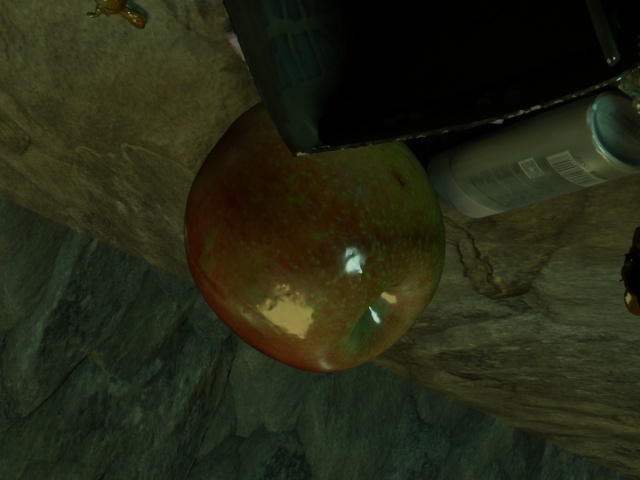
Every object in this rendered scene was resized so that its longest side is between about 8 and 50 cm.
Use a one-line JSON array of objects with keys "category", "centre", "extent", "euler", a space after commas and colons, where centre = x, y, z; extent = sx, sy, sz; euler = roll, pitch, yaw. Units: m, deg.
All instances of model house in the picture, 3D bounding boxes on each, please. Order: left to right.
[{"category": "model house", "centre": [0.078, -0.189, 0.461], "extent": [0.211, 0.243, 0.204], "euler": [-11, 107, 30]}]

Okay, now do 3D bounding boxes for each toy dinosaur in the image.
[{"category": "toy dinosaur", "centre": [-0.242, -0.295, 0.811], "extent": [0.126, 0.039, 0.162], "euler": [19, 161, -22]}]

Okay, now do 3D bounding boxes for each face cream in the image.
[{"category": "face cream", "centre": [0.223, -0.083, 0.780], "extent": [0.107, 0.073, 0.269], "euler": [37, 160, -15]}]

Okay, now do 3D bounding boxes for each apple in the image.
[{"category": "apple", "centre": [0.000, 0.000, 0.874], "extent": [0.277, 0.319, 0.319], "euler": [35, 170, 28]}]

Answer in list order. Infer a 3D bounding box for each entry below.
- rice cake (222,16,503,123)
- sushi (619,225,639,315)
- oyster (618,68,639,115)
[{"category": "rice cake", "centre": [0.041, -0.185, 0.745], "extent": [0.298, 0.050, 0.106], "euler": [14, 162, 27]}, {"category": "sushi", "centre": [0.406, 0.049, 0.746], "extent": [0.213, 0.200, 0.204], "euler": [6, 173, -31]}, {"category": "oyster", "centre": [0.280, -0.143, 0.556], "extent": [0.125, 0.064, 0.177], "euler": [6, 158, 34]}]
